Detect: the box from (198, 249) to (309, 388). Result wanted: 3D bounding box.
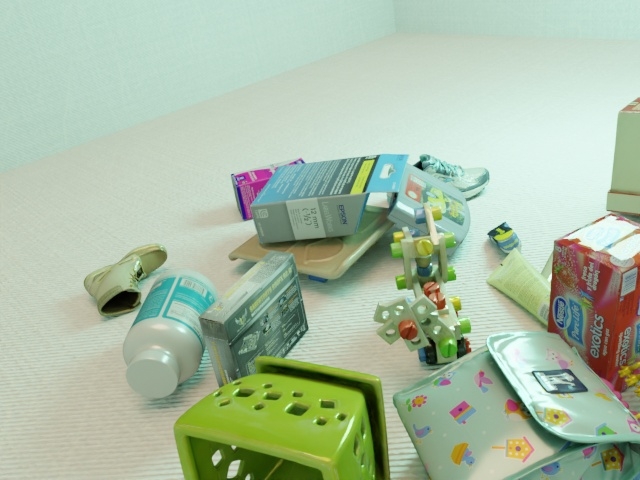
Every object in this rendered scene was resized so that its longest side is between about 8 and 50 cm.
[{"bbox_3d":[-0.114,0.154,1.124,0.056,0.183,0.231,7,33,30],"label":"box"}]

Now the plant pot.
[{"bbox_3d":[-0.027,0.288,0.815,0.228,0.227,0.207,5,26,27],"label":"plant pot"}]

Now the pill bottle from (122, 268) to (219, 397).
[{"bbox_3d":[-0.289,0.178,1.176,0.146,0.146,0.264,-7,28,7],"label":"pill bottle"}]

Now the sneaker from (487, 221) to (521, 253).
[{"bbox_3d":[0.418,-0.003,1.379,0.053,0.059,0.144,-38,7,15],"label":"sneaker"}]

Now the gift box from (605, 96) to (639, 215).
[{"bbox_3d":[0.798,-0.174,1.345,0.255,0.258,0.276,14,26,39],"label":"gift box"}]

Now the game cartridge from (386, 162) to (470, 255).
[{"bbox_3d":[0.265,-0.081,1.465,0.196,0.060,0.294,31,30,-6],"label":"game cartridge"}]

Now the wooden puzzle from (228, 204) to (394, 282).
[{"bbox_3d":[0.000,0.000,1.490,0.348,0.080,0.322,6,31,36],"label":"wooden puzzle"}]

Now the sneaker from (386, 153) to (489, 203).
[{"bbox_3d":[0.316,-0.172,1.641,0.283,0.122,0.110,-10,28,1],"label":"sneaker"}]

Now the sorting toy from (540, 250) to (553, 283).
[{"bbox_3d":[0.554,0.062,1.220,0.208,0.038,0.193,9,34,32],"label":"sorting toy"}]

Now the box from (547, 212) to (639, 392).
[{"bbox_3d":[0.444,0.105,0.946,0.128,0.256,0.122,-23,33,-21],"label":"box"}]

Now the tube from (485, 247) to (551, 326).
[{"bbox_3d":[0.412,0.099,1.175,0.070,0.062,0.240,-15,28,-12],"label":"tube"}]

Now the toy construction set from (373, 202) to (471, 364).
[{"bbox_3d":[0.193,0.094,1.096,0.151,0.215,0.327,-2,29,16],"label":"toy construction set"}]

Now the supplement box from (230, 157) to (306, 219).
[{"bbox_3d":[-0.137,-0.152,1.772,0.220,0.114,0.111,-14,27,-11],"label":"supplement box"}]

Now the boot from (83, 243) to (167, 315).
[{"bbox_3d":[-0.447,0.094,1.459,0.213,0.077,0.165,-28,32,-20],"label":"boot"}]

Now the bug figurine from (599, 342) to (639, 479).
[{"bbox_3d":[0.475,0.248,0.822,0.279,0.072,0.216,-24,56,-22],"label":"bug figurine"}]

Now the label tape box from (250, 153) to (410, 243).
[{"bbox_3d":[0.037,-0.107,1.470,0.348,0.115,0.249,-3,27,16],"label":"label tape box"}]

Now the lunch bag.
[{"bbox_3d":[0.260,0.247,0.803,0.262,0.160,0.223,-30,29,3],"label":"lunch bag"}]
